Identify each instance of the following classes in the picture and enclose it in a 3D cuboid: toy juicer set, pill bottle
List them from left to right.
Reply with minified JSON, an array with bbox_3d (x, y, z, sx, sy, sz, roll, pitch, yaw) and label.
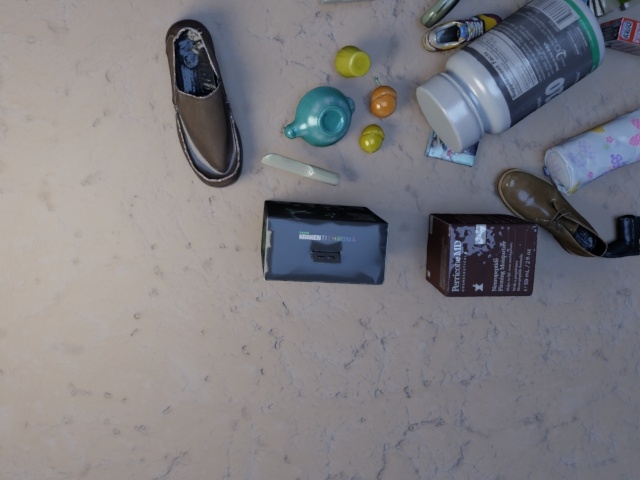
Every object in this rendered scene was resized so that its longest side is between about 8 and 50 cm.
[{"bbox_3d":[0.034,-0.250,1.431,0.209,0.089,0.329,38,91,-30],"label":"toy juicer set"},{"bbox_3d":[0.402,-0.360,1.382,0.361,0.204,0.204,-34,102,1],"label":"pill bottle"}]

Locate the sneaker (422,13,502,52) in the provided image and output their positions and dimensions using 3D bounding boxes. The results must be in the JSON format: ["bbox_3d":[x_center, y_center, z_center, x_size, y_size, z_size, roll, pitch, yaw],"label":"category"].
[{"bbox_3d":[0.324,-0.459,1.415,0.186,0.084,0.069,-18,102,-3],"label":"sneaker"}]

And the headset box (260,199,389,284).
[{"bbox_3d":[0.000,0.000,1.365,0.246,0.283,0.131,3,100,-8],"label":"headset box"}]

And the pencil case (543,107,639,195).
[{"bbox_3d":[0.666,-0.209,1.486,0.273,0.113,0.124,-25,97,-2],"label":"pencil case"}]

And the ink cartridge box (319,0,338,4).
[{"bbox_3d":[0.053,-0.601,1.363,0.128,0.072,0.175,-6,101,-6],"label":"ink cartridge box"}]

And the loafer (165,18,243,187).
[{"bbox_3d":[-0.259,-0.285,1.358,0.134,0.130,0.365,-16,102,-3],"label":"loafer"}]

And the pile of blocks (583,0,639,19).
[{"bbox_3d":[0.596,-0.572,1.411,0.362,0.112,0.148,-3,101,-5],"label":"pile of blocks"}]

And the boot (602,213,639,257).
[{"bbox_3d":[0.738,-0.010,1.567,0.121,0.045,0.099,-6,104,-13],"label":"boot"}]

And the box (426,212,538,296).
[{"bbox_3d":[0.365,0.031,1.470,0.203,0.167,0.168,-1,101,-6],"label":"box"}]

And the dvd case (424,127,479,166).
[{"bbox_3d":[0.310,-0.227,1.494,0.120,0.013,0.087,13,99,-8],"label":"dvd case"}]

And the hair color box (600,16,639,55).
[{"bbox_3d":[0.733,-0.458,1.458,0.167,0.093,0.053,10,99,-9],"label":"hair color box"}]

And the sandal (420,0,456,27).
[{"bbox_3d":[0.313,-0.596,1.377,0.086,0.120,0.303,43,94,2],"label":"sandal"}]

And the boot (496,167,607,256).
[{"bbox_3d":[0.551,-0.065,1.502,0.305,0.115,0.112,36,97,-10],"label":"boot"}]
